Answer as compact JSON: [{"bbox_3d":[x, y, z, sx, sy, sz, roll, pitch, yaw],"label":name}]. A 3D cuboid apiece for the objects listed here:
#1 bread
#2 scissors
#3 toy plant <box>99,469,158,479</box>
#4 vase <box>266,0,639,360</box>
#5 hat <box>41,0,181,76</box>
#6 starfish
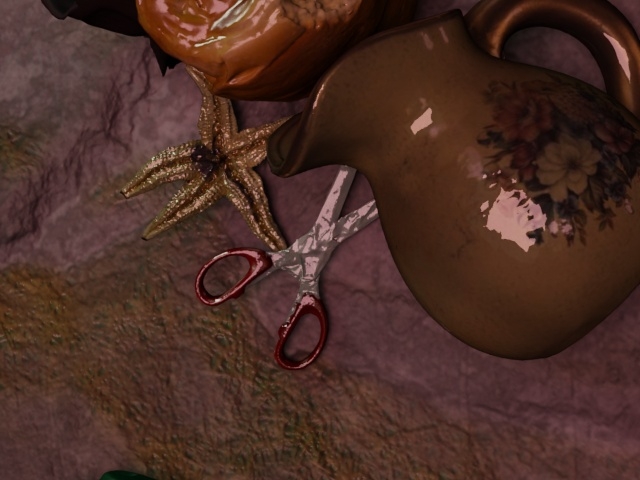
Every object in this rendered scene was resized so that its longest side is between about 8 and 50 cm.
[{"bbox_3d":[-0.020,-0.204,1.167,0.149,0.344,0.195,41,103,5],"label":"bread"},{"bbox_3d":[0.000,0.000,1.337,0.144,0.017,0.248,39,103,-4],"label":"scissors"},{"bbox_3d":[-0.217,0.358,1.400,0.232,0.112,0.243,-11,84,18],"label":"toy plant"},{"bbox_3d":[0.159,-0.090,1.182,0.302,0.241,0.329,42,68,-3],"label":"vase"},{"bbox_3d":[-0.122,-0.283,1.255,0.209,0.336,0.238,22,83,-22],"label":"hat"},{"bbox_3d":[-0.092,-0.069,1.357,0.223,0.050,0.217,-26,91,18],"label":"starfish"}]
